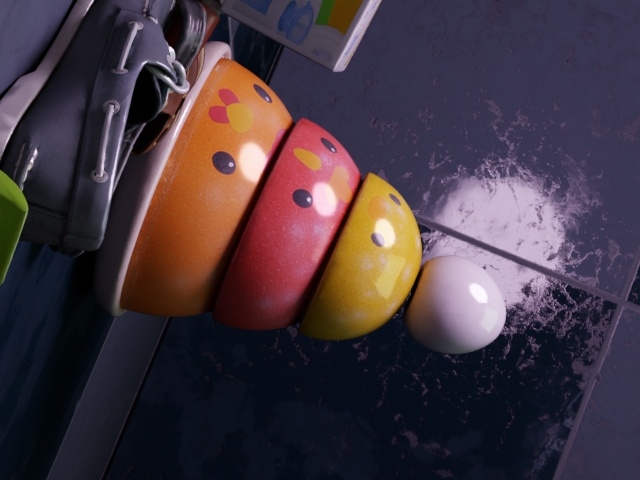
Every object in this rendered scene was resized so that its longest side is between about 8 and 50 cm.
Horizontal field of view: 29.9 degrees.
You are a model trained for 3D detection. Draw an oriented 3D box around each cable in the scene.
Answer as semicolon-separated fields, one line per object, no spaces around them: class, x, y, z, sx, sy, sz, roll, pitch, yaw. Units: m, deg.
cable;-0.152;-0.110;1.048;0.139;0.072;0.287;25;-81;55

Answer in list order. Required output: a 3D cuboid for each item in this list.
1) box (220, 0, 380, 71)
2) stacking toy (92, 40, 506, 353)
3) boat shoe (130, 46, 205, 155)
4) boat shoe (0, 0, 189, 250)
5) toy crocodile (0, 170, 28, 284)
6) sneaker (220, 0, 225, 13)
box;0.016;-0.260;1.032;0.203;0.114;0.103;-62;179;10
stacking toy;0.000;0.000;1.434;0.350;0.480;0.350;-158;-90;-88
boat shoe;-0.158;-0.149;1.172;0.178;0.064;0.060;118;-7;-50
boat shoe;-0.151;-0.103;0.868;0.319;0.099;0.116;-70;-179;-50
toy crocodile;-0.177;-0.005;0.351;0.340;0.105;0.115;162;-50;-89
sneaker;-0.075;-0.313;1.093;0.087;0.092;0.229;-67;179;-49
